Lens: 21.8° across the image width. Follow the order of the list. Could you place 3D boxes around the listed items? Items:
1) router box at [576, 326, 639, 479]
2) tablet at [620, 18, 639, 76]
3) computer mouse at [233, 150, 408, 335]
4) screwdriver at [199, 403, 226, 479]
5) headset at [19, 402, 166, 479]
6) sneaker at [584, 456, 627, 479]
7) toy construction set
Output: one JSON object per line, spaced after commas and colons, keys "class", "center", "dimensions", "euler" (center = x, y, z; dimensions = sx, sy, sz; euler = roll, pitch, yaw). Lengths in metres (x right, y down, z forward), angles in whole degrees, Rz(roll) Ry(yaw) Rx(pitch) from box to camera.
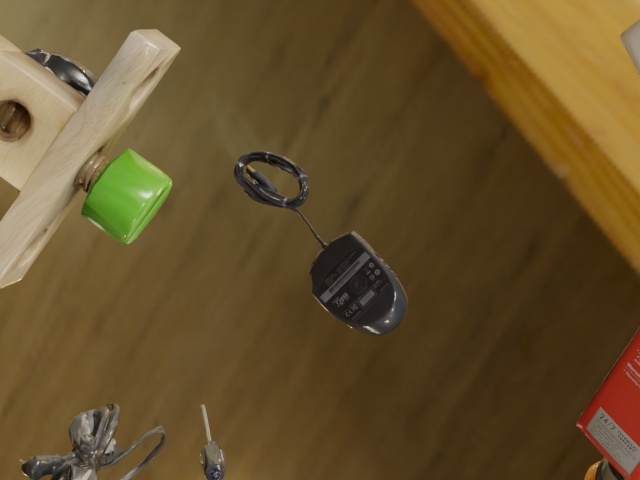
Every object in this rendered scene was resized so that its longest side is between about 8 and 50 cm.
{"class": "router box", "center": [0.419, 0.047, 1.460], "dimensions": [0.082, 0.335, 0.301], "euler": [49, -46, 26]}
{"class": "tablet", "center": [0.247, -0.123, 1.166], "dimensions": [0.054, 0.006, 0.083], "euler": [-37, -110, 41]}
{"class": "computer mouse", "center": [0.000, 0.000, 1.568], "dimensions": [0.071, 0.041, 0.242], "euler": [-43, -118, 7]}
{"class": "screwdriver", "center": [-0.102, 0.188, 1.566], "dimensions": [0.170, 0.025, 0.024], "euler": [-104, -142, -75]}
{"class": "headset", "center": [-0.149, 0.301, 1.170], "dimensions": [0.185, 0.243, 0.394], "euler": [-81, 172, -67]}
{"class": "sneaker", "center": [0.338, 0.279, 1.566], "dimensions": [0.215, 0.084, 0.083], "euler": [50, -50, 21]}
{"class": "toy construction set", "center": [-0.188, -0.042, 0.616], "dimensions": [0.309, 0.237, 0.257], "euler": [-52, -175, -16]}
